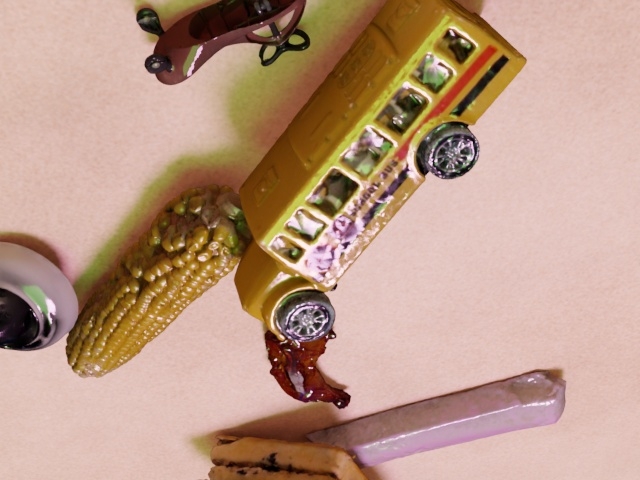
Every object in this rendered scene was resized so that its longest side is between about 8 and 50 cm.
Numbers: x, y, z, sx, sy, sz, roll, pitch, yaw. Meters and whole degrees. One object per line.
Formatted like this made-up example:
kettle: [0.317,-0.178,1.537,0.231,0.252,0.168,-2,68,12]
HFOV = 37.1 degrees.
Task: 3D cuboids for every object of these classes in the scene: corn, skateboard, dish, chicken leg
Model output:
corn: [-0.176,0.046,1.014,0.097,0.097,0.320,25,130,-30]
skateboard: [-0.077,-0.176,0.819,0.151,0.067,0.080,-21,145,8]
dish: [-0.336,0.080,1.006,0.141,0.078,0.141,6,128,8]
chicken leg: [-0.017,0.159,1.193,0.093,0.053,0.205,-20,142,-8]

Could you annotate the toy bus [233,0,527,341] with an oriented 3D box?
toy bus: [0.029,-0.067,0.851,0.123,0.121,0.335,29,111,-32]

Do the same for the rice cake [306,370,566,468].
rice cake: [0.162,0.254,1.312,0.365,0.056,0.072,-15,135,8]

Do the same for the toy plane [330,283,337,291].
toy plane: [0.000,0.001,1.013,0.189,0.061,0.130,-23,105,11]

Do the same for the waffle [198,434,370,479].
waffle: [-0.014,0.384,1.356,0.213,0.091,0.308,0,143,27]
